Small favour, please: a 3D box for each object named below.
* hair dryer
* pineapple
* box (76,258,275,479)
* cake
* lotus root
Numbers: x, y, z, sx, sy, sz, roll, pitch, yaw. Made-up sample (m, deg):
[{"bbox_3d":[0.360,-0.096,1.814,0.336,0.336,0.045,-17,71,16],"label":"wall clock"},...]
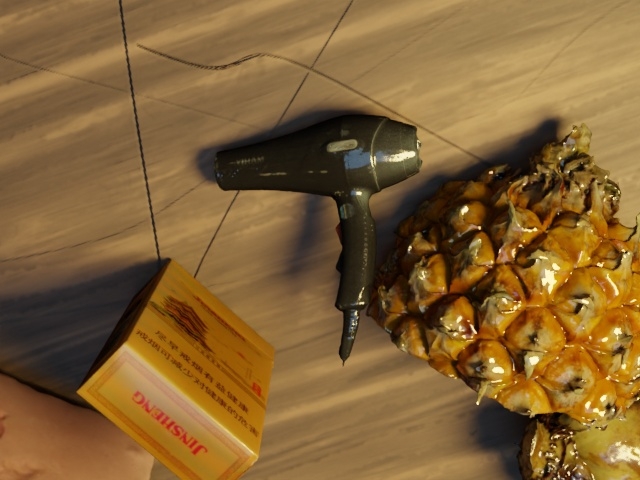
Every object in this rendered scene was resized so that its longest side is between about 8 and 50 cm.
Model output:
[{"bbox_3d":[0.000,0.000,1.052,0.235,0.091,0.272,-6,77,11],"label":"hair dryer"},{"bbox_3d":[0.215,0.018,1.000,0.344,0.209,0.286,20,104,11],"label":"pineapple"},{"bbox_3d":[-0.140,0.138,1.038,0.174,0.274,0.076,44,102,-11],"label":"box"},{"bbox_3d":[-0.366,0.358,1.102,0.314,0.293,0.307,22,108,-12],"label":"cake"},{"bbox_3d":[0.362,0.263,1.136,0.314,0.141,0.169,14,109,-13],"label":"lotus root"}]
